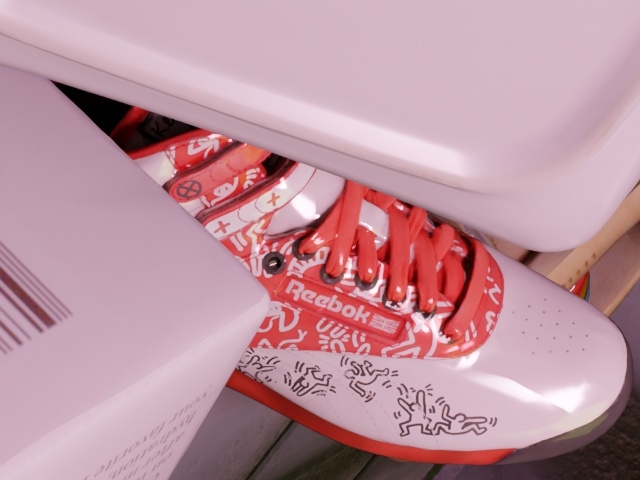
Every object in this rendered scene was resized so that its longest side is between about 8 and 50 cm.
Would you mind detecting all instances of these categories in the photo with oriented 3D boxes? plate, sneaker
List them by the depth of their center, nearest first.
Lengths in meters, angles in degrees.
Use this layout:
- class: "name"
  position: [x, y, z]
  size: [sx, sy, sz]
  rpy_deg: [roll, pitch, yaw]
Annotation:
- class: "plate"
  position: [0.020, -0.116, 0.458]
  size: [0.277, 0.278, 0.045]
  rpy_deg: [-58, -156, 36]
- class: "sneaker"
  position: [-0.001, 0.001, 0.704]
  size: [0.145, 0.270, 0.090]
  rpy_deg: [98, 9, -56]

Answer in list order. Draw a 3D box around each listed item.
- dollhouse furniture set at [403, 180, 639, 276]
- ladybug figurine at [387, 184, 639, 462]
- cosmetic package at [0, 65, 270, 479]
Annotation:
- class: "dollhouse furniture set"
  position: [0.183, -0.123, 0.732]
  size: [0.256, 0.362, 0.394]
  rpy_deg: [-43, -169, -24]
- class: "ladybug figurine"
  position: [0.112, 0.003, 1.231]
  size: [0.305, 0.162, 0.449]
  rpy_deg: [-46, 166, -7]
- class: "cosmetic package"
  position: [-0.217, 0.151, 0.647]
  size: [0.230, 0.161, 0.453]
  rpy_deg: [-32, 160, -46]
